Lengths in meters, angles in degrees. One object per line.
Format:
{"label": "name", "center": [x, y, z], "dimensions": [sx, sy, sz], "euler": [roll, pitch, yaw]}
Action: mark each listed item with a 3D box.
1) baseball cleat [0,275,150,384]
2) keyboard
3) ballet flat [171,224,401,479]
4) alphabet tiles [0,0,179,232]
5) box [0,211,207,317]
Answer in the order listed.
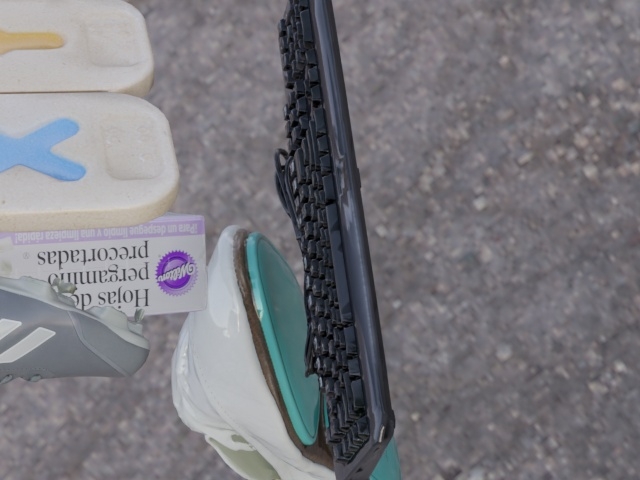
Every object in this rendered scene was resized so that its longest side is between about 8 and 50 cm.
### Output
{"label": "baseball cleat", "center": [-0.178, 0.053, 0.674], "dimensions": [0.072, 0.206, 0.109], "euler": [4, 76, 59]}
{"label": "keyboard", "center": [0.000, 0.000, 0.961], "dimensions": [0.033, 0.201, 0.317], "euler": [-4, 67, -8]}
{"label": "ballet flat", "center": [-0.045, 0.131, 1.208], "dimensions": [0.139, 0.400, 0.139], "euler": [-10, 56, 15]}
{"label": "alphabet tiles", "center": [-0.187, -0.059, 0.441], "dimensions": [0.278, 0.021, 0.284], "euler": [-2, 40, -12]}
{"label": "box", "center": [-0.225, 0.022, 0.895], "dimensions": [0.067, 0.324, 0.063], "euler": [8, 100, 59]}
